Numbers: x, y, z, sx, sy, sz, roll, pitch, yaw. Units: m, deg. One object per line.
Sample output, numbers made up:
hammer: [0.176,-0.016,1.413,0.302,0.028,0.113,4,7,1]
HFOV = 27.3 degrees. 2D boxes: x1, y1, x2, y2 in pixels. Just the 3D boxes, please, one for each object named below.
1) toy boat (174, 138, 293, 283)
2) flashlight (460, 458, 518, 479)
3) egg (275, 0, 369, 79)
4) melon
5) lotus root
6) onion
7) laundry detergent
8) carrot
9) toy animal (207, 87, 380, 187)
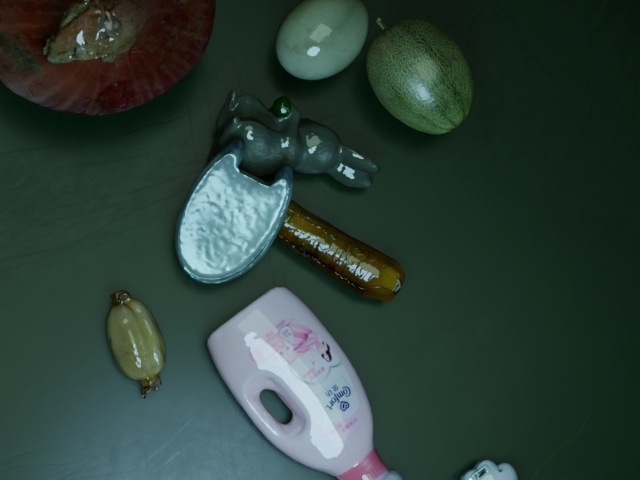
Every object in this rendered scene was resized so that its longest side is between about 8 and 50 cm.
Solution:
toy boat: [-0.123,-0.035,1.804,0.134,0.079,0.207,25,106,-9]
flashlight: [0.270,0.399,1.847,0.093,0.047,0.200,-35,91,-12]
egg: [0.004,-0.294,1.878,0.152,0.114,0.114,-43,90,-16]
melon: [0.139,-0.241,1.881,0.139,0.139,0.192,-37,87,-13]
lotus root: [-0.250,0.140,1.793,0.073,0.062,0.150,-16,85,-34]
onion: [-0.312,-0.340,1.743,0.354,0.353,0.353,2,81,-9]
laundry detergent: [-0.009,0.230,1.806,0.159,0.088,0.335,-36,88,-8]
carrot: [0.000,0.000,1.855,0.260,0.070,0.070,33,77,-2]
toy animal: [-0.041,-0.134,1.865,0.236,0.138,0.108,16,35,-29]
